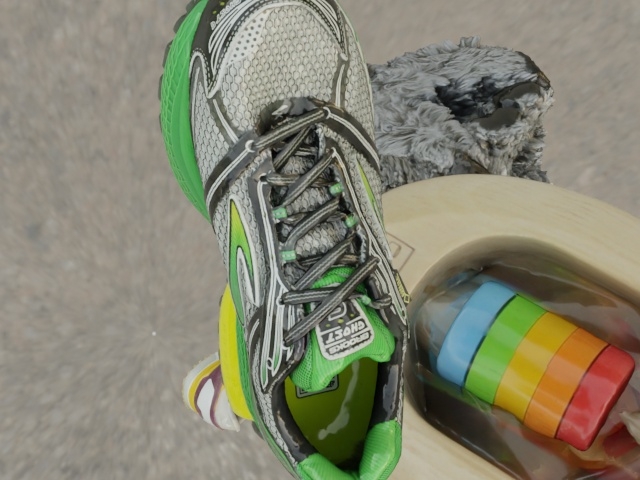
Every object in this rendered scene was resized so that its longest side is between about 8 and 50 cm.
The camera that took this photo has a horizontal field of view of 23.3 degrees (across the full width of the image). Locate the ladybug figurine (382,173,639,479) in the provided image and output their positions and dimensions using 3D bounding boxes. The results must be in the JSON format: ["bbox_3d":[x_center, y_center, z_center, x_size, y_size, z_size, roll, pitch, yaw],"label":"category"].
[{"bbox_3d":[0.186,0.117,1.315,0.449,0.162,0.305,33,84,23],"label":"ladybug figurine"}]

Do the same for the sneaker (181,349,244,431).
[{"bbox_3d":[-0.040,0.111,1.473,0.185,0.084,0.069,-44,132,-20],"label":"sneaker"}]

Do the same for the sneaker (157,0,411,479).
[{"bbox_3d":[0.000,0.000,0.929,0.134,0.146,0.343,-19,117,-15],"label":"sneaker"}]

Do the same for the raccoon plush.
[{"bbox_3d":[0.109,-0.057,1.688,0.216,0.446,0.299,-43,136,-29],"label":"raccoon plush"}]
